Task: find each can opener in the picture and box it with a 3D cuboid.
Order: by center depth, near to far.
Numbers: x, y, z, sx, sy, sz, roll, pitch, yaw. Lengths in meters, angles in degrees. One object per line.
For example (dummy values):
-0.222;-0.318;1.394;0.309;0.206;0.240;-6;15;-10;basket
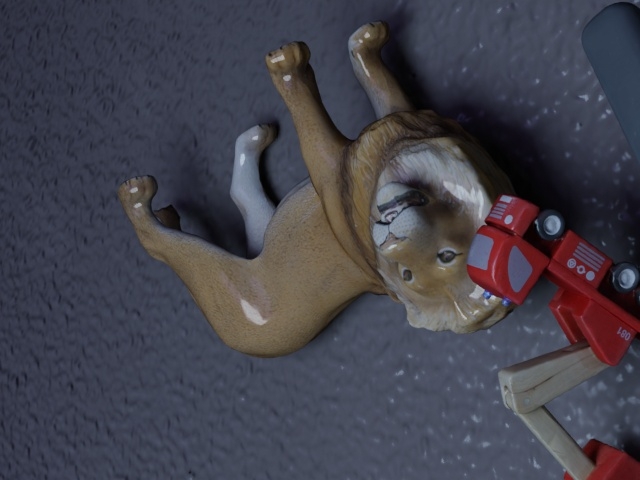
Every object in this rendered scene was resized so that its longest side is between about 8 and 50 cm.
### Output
0.229;-0.015;1.055;0.093;0.074;0.280;-34;67;41;can opener

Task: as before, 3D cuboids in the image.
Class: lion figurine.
0.000;0.000;1.266;0.392;0.142;0.240;-39;71;54;lion figurine

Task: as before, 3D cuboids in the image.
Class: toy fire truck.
0.156;0.072;1.083;0.135;0.192;0.047;-59;20;-5;toy fire truck
